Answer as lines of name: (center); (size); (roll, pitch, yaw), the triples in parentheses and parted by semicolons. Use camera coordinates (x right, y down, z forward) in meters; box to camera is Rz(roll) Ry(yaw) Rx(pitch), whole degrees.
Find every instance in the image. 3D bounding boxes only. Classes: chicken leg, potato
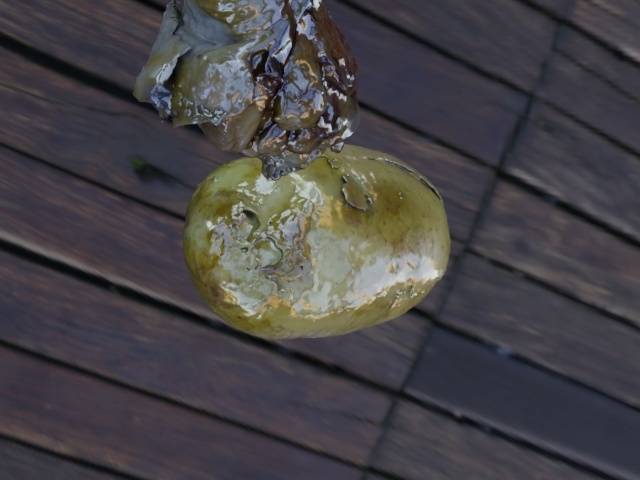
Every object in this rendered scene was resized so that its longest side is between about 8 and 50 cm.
chicken leg: (-0.035, -0.101, 0.709); (0.196, 0.080, 0.125); (59, 32, -67)
potato: (0.000, 0.000, 0.965); (0.170, 0.080, 0.107); (3, 88, -43)
